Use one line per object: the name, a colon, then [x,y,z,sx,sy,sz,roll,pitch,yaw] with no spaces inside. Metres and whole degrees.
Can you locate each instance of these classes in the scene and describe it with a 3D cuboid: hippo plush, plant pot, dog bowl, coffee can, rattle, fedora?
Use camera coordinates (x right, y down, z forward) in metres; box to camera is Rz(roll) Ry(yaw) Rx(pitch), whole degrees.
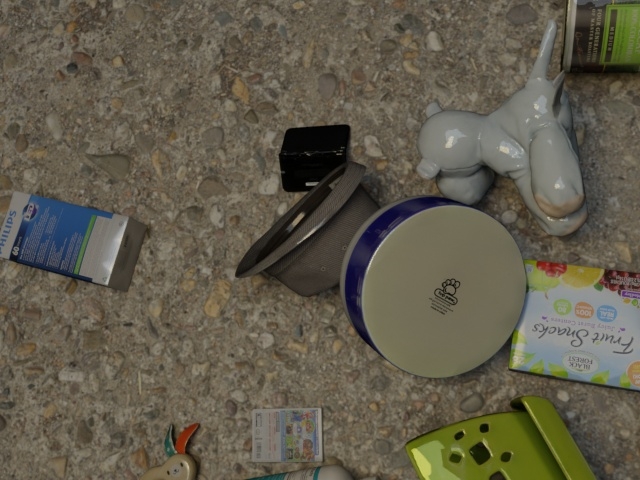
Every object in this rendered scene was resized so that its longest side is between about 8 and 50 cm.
hippo plush: [0.267,-0.121,1.102,0.237,0.294,0.234,-9,54,21]
plant pot: [0.265,0.343,1.017,0.207,0.227,0.228,-28,72,1]
dog bowl: [0.169,0.068,1.091,0.265,0.104,0.265,-3,101,-15]
coffee can: [0.520,-0.358,1.113,0.275,0.201,0.201,4,79,16]
rattle: [-0.268,0.402,1.191,0.130,0.143,0.199,16,88,36]
fedora: [0.000,0.000,1.190,0.275,0.244,0.124,-44,101,9]

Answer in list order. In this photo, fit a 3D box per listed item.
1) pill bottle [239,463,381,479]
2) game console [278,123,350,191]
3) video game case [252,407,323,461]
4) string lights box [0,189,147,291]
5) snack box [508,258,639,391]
pill bottle: [-0.031,0.429,1.112,0.264,0.146,0.146,-13,75,12]
game console: [-0.007,-0.148,1.307,0.122,0.071,0.107,-2,107,15]
video game case: [-0.055,0.325,1.213,0.122,0.011,0.087,-5,76,14]
string lights box: [-0.472,0.000,1.364,0.260,0.077,0.133,13,81,17]
snack box: [0.402,0.129,1.104,0.207,0.070,0.174,8,80,18]
